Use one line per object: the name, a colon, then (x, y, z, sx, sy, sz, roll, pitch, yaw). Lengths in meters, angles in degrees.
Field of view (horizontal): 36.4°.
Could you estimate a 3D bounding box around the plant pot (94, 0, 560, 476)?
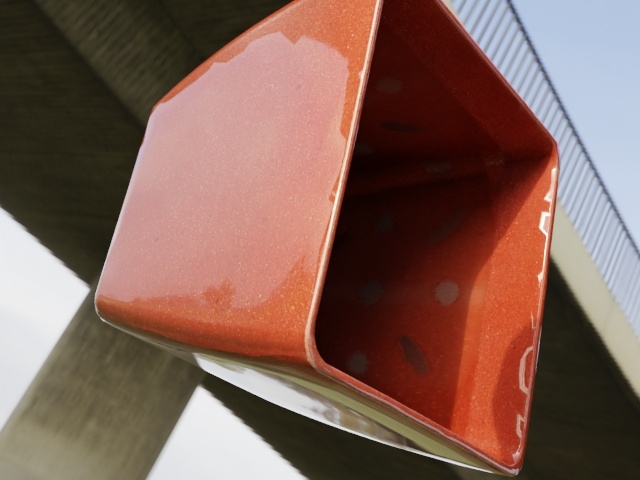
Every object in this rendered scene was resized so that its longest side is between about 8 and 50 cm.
plant pot: (0.000, 0.000, 0.702, 0.236, 0.267, 0.267, -4, -26, 37)
